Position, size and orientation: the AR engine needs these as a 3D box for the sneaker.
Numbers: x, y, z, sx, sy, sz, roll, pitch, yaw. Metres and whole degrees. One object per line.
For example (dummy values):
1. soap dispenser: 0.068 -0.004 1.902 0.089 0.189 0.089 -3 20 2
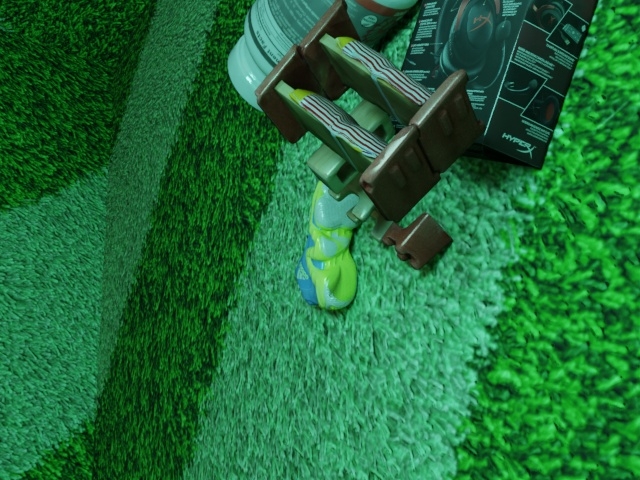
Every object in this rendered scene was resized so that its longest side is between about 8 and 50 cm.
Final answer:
1. sneaker: 0.000 0.000 1.171 0.126 0.091 0.240 -20 61 54

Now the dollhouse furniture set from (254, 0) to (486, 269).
1. dollhouse furniture set: 0.094 -0.099 0.889 0.152 0.374 0.201 -47 60 -2

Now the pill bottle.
1. pill bottle: -0.006 -0.391 1.243 0.363 0.210 0.210 -37 47 46

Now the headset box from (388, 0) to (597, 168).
1. headset box: 0.221 -0.258 0.913 0.218 0.110 0.293 22 96 58
